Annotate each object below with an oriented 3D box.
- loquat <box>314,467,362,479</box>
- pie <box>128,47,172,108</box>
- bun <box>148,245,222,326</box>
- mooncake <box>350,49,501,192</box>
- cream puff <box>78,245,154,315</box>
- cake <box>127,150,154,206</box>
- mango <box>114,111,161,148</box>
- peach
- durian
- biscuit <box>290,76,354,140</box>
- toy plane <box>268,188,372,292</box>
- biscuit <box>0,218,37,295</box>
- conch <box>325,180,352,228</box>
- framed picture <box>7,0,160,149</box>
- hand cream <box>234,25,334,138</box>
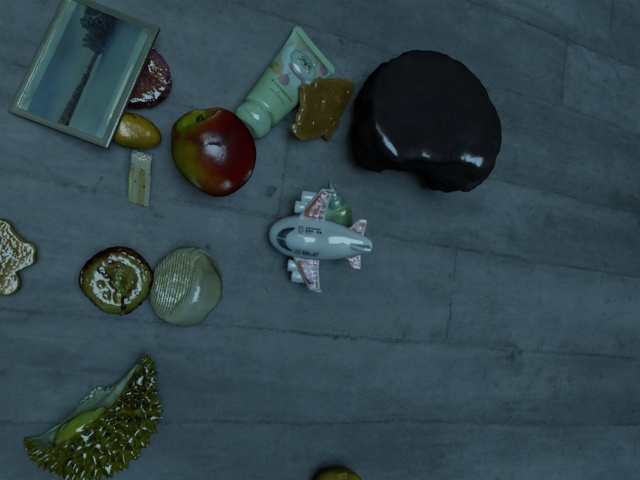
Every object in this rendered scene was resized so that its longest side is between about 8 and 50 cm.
[{"bbox_3d":[0.042,0.632,1.265,0.137,0.113,0.137,-13,116,-28],"label":"loquat"},{"bbox_3d":[-0.403,-0.365,1.127,0.154,0.038,0.153,1,87,-21],"label":"pie"},{"bbox_3d":[-0.286,0.104,1.127,0.173,0.167,0.113,-59,145,-2],"label":"bun"},{"bbox_3d":[0.263,-0.300,1.310,0.381,0.212,0.350,23,76,-18],"label":"mooncake"},{"bbox_3d":[-0.430,0.085,1.086,0.149,0.084,0.149,-1,92,-13],"label":"cream puff"},{"bbox_3d":[-0.397,-0.135,1.121,0.052,0.065,0.121,5,94,-20],"label":"cake"},{"bbox_3d":[-0.405,-0.237,1.116,0.114,0.057,0.078,17,76,-24],"label":"mango"},{"bbox_3d":[-0.229,-0.188,1.126,0.197,0.197,0.197,0,89,-23],"label":"peach"},{"bbox_3d":[-0.444,0.383,1.063,0.306,0.166,0.172,-44,135,-11],"label":"durian"},{"bbox_3d":[0.006,-0.333,1.276,0.250,0.035,0.162,-45,134,-30],"label":"biscuit"},{"bbox_3d":[0.000,-0.001,1.228,0.252,0.118,0.252,0,99,2],"label":"toy plane"},{"bbox_3d":[-0.683,0.061,1.010,0.225,0.036,0.166,-47,105,-13],"label":"biscuit"},{"bbox_3d":[0.039,-0.064,1.293,0.088,0.065,0.180,-23,107,-23],"label":"conch"},{"bbox_3d":[-0.490,-0.359,1.072,0.213,0.016,0.289,21,81,-4],"label":"framed picture"},{"bbox_3d":[-0.091,-0.373,1.241,0.147,0.093,0.305,44,65,-21],"label":"hand cream"}]
